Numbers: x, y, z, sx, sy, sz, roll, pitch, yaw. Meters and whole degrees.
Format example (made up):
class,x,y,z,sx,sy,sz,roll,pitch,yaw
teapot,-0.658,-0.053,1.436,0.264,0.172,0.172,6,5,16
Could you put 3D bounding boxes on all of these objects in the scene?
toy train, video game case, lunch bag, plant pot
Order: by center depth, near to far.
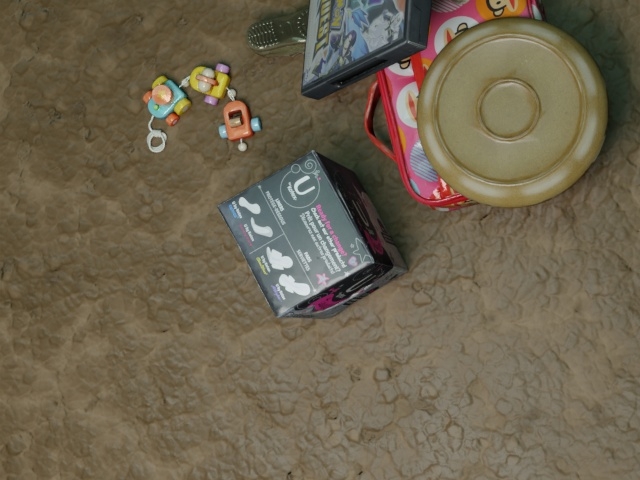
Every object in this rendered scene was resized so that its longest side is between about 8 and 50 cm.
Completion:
class,x,y,z,sx,sy,sz,roll,pitch,yaw
plant pot,0.230,-0.158,1.710,0.236,0.032,0.236,-1,87,15
video game case,0.062,-0.337,1.765,0.035,0.248,0.274,14,74,-29
lunch bag,0.178,-0.189,1.808,0.258,0.120,0.293,-15,81,16
toy train,-0.168,-0.178,1.919,0.166,0.046,0.125,-8,84,12

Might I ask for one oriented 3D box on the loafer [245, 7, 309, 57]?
class,x,y,z,sx,sy,sz,roll,pitch,yaw
loafer,-0.027,-0.279,1.893,0.148,0.050,0.056,-6,77,-3

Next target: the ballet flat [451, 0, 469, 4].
class,x,y,z,sx,sy,sz,roll,pitch,yaw
ballet flat,0.165,-0.397,1.764,0.106,0.107,0.316,-5,41,-18

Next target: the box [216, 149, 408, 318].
class,x,y,z,sx,sy,sz,roll,pitch,yaw
box,0.000,0.000,1.762,0.142,0.247,0.163,-31,80,11
